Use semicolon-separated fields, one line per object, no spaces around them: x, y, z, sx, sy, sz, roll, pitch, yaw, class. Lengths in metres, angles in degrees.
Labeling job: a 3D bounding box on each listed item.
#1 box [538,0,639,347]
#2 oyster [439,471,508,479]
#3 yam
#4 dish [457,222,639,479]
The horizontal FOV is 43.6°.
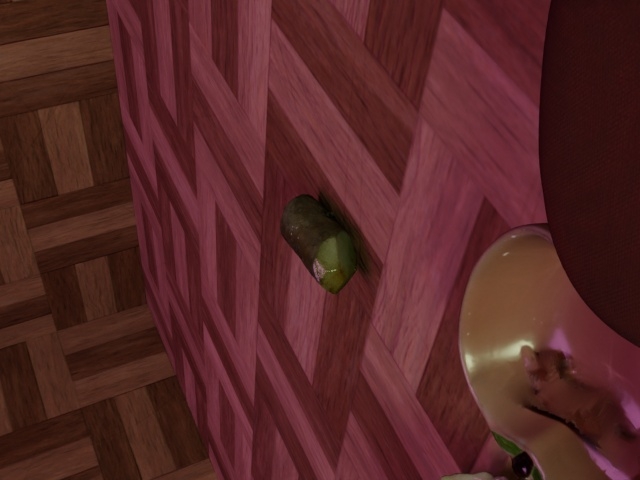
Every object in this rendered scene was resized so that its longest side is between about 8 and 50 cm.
0.226;-0.039;0.242;0.404;0.108;0.263;-150;55;-61;box
0.180;0.351;0.701;0.351;0.114;0.238;-130;30;-48;oyster
0.000;0.000;0.970;0.146;0.069;0.070;49;149;48;yam
0.184;0.083;0.513;0.213;0.090;0.213;48;146;48;dish
